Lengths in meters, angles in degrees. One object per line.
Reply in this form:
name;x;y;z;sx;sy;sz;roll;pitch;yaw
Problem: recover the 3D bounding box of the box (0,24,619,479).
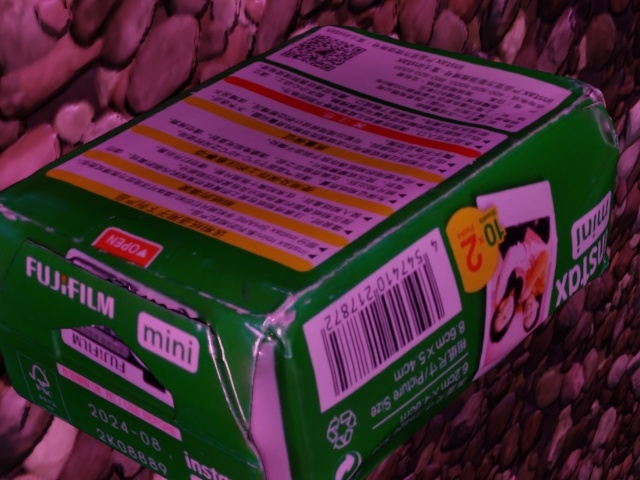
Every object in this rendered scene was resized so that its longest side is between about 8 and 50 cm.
box;0.000;0.000;0.595;0.250;0.180;0.103;-33;132;-40
